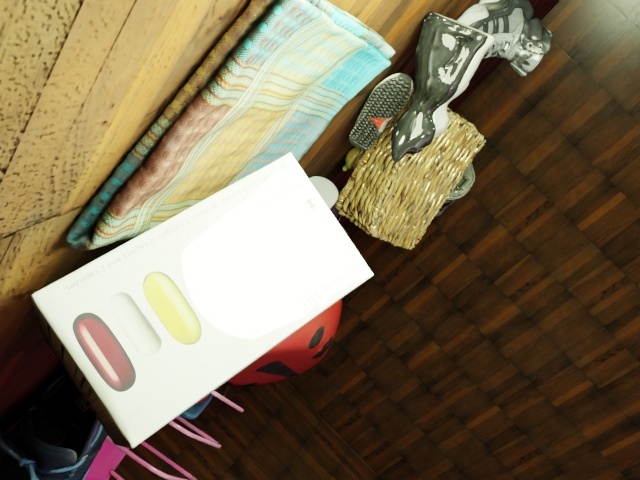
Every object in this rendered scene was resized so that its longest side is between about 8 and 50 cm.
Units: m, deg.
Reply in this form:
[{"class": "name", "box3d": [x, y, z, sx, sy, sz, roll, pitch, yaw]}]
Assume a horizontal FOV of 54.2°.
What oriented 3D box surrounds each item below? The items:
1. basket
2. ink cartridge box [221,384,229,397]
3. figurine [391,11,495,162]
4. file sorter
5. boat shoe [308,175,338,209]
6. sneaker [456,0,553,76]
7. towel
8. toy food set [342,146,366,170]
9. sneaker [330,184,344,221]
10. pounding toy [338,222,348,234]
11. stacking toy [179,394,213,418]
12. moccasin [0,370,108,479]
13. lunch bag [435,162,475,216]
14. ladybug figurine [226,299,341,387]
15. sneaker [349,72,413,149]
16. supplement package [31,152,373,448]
[{"class": "basket", "box3d": [0.147, -0.168, 1.307, 0.213, 0.223, 0.299, 16, 111, -47]}, {"class": "ink cartridge box", "box3d": [-0.156, 0.225, 1.435, 0.189, 0.097, 0.255, -63, -160, 20]}, {"class": "figurine", "box3d": [0.178, -0.230, 0.964, 0.209, 0.092, 0.215, -67, 168, 23]}, {"class": "file sorter", "box3d": [-0.284, 0.332, 0.985, 0.291, 0.182, 0.202, -58, 157, -16]}, {"class": "boat shoe", "box3d": [-0.065, -0.021, 1.155, 0.267, 0.096, 0.088, -52, 178, -40]}, {"class": "sneaker", "box3d": [0.317, -0.351, 1.122, 0.268, 0.153, 0.101, -43, 176, -25]}, {"class": "towel", "box3d": [-0.055, -0.110, 0.615, 0.271, 0.040, 0.370, -46, 176, 18]}, {"class": "toy food set", "box3d": [0.097, -0.205, 1.342, 0.132, 0.038, 0.192, -48, 169, -45]}, {"class": "sneaker", "box3d": [-0.009, -0.066, 1.551, 0.224, 0.083, 0.098, -47, 159, -52]}, {"class": "pounding toy", "box3d": [0.000, 0.000, 1.686, 0.100, 0.141, 0.130, -46, 176, 22]}, {"class": "stacking toy", "box3d": [-0.320, 0.291, 1.625, 0.302, 0.175, 0.166, -61, 177, 22]}, {"class": "moccasin", "box3d": [-0.355, 0.246, 0.830, 0.342, 0.137, 0.117, -59, 172, -1]}, {"class": "lunch bag", "box3d": [0.278, -0.190, 1.720, 0.212, 0.256, 0.305, -44, 177, -8]}, {"class": "ladybug figurine", "box3d": [-0.098, 0.139, 1.041, 0.305, 0.162, 0.449, -26, 159, 9]}, {"class": "sneaker", "box3d": [0.101, -0.226, 1.037, 0.161, 0.057, 0.075, -54, -168, 46]}, {"class": "supplement package", "box3d": [-0.119, 0.065, 0.617, 0.262, 0.145, 0.204, -34, 178, -27]}]
